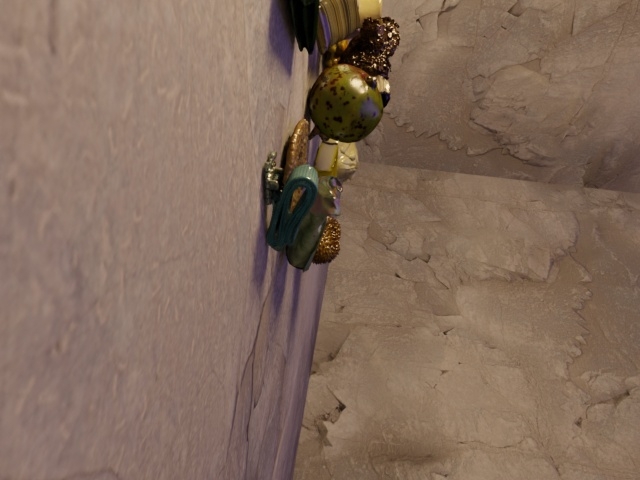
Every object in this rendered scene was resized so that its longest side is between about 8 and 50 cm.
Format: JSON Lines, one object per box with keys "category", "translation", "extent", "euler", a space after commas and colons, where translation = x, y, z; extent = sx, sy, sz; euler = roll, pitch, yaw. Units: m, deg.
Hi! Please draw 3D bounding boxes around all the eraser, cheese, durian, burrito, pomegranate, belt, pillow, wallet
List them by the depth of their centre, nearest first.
{"category": "wallet", "translation": [-0.026, -0.438, 0.820], "extent": [0.236, 0.055, 0.161], "euler": [-169, -97, -88]}
{"category": "belt", "translation": [-0.068, -0.060, 0.858], "extent": [0.065, 0.099, 0.179], "euler": [-79, -170, -52]}
{"category": "burrito", "translation": [-0.019, -0.044, 1.087], "extent": [0.144, 0.089, 0.229], "euler": [-85, -166, -46]}
{"category": "pillow", "translation": [0.040, -0.545, 1.177], "extent": [0.203, 0.038, 0.113], "euler": [-49, 138, -39]}
{"category": "pomegranate", "translation": [0.060, -0.342, 1.259], "extent": [0.246, 0.198, 0.199], "euler": [116, -17, -73]}
{"category": "durian", "translation": [0.000, 0.000, 1.444], "extent": [0.158, 0.136, 0.168], "euler": [127, -38, -58]}
{"category": "eraser", "translation": [0.017, -0.207, 1.667], "extent": [0.226, 0.069, 0.158], "euler": [92, 8, -49]}
{"category": "cheese", "translation": [0.148, -0.866, 1.683], "extent": [0.384, 0.104, 0.385], "euler": [178, -90, -87]}

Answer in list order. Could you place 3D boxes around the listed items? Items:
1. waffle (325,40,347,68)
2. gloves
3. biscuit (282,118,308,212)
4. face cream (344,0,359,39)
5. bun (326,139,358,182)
{"category": "waffle", "translation": [0.061, -0.675, 1.504], "extent": [0.325, 0.068, 0.302], "euler": [-80, 175, -51]}
{"category": "gloves", "translation": [0.133, -0.509, 1.377], "extent": [0.210, 0.135, 0.313], "euler": [-25, -126, 54]}
{"category": "biscuit", "translation": [-0.054, -0.154, 1.039], "extent": [0.220, 0.033, 0.220], "euler": [10, 90, -86]}
{"category": "face cream", "translation": [0.052, -0.690, 1.293], "extent": [0.154, 0.096, 0.274], "euler": [-18, 104, -75]}
{"category": "bun", "translation": [0.076, -0.320, 1.818], "extent": [0.229, 0.145, 0.230], "euler": [11, 90, -85]}
